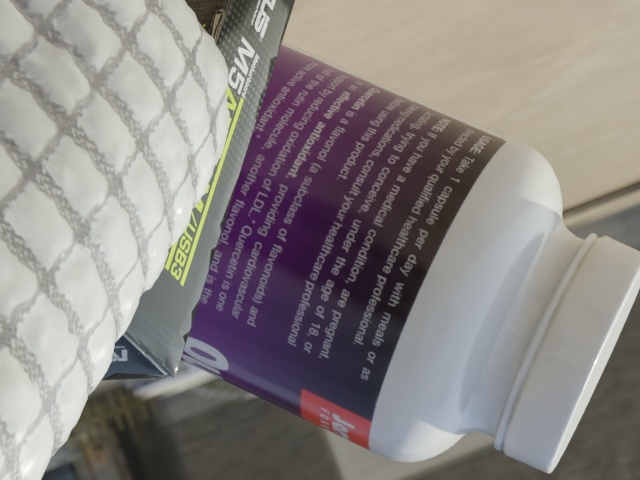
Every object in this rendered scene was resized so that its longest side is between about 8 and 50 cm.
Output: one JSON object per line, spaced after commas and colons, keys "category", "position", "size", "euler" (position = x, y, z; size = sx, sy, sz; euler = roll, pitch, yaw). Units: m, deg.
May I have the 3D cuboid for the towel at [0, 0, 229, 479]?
{"category": "towel", "position": [-0.174, -0.035, 0.345], "size": [0.121, 0.284, 0.235], "euler": [-33, -160, 41]}

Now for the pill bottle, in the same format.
{"category": "pill bottle", "position": [0.000, 0.000, 0.917], "size": [0.181, 0.323, 0.181], "euler": [-59, 166, -25]}

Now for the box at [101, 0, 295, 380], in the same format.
{"category": "box", "position": [-0.118, -0.030, 0.676], "size": [0.191, 0.184, 0.045], "euler": [-6, 145, 30]}
